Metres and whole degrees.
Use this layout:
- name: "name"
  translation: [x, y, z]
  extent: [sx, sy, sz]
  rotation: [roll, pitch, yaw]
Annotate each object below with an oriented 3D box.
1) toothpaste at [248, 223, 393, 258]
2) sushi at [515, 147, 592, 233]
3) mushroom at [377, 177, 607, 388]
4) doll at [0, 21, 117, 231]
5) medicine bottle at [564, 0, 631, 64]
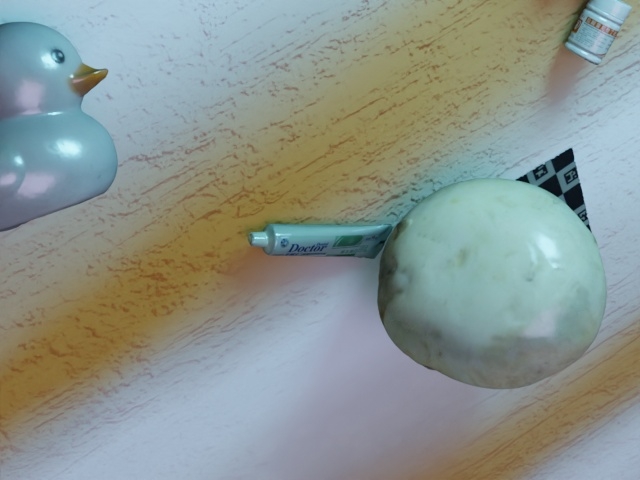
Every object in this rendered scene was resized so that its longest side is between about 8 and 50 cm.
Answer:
- name: "toothpaste"
  translation: [0.000, 0.000, 1.628]
  extent: [0.218, 0.041, 0.064]
  rotation: [1, 130, -32]
- name: "sushi"
  translation: [0.330, -0.003, 1.798]
  extent: [0.192, 0.050, 0.215]
  rotation: [-30, 129, -8]
- name: "mushroom"
  translation: [0.251, 0.074, 1.686]
  extent: [0.314, 0.314, 0.336]
  rotation: [-43, 156, 3]
- name: "doll"
  translation: [-0.336, -0.120, 1.285]
  extent: [0.251, 0.221, 0.221]
  rotation: [-20, 130, 7]
- name: "medicine bottle"
  translation: [0.376, -0.289, 1.632]
  extent: [0.057, 0.057, 0.089]
  rotation: [15, 111, -35]
